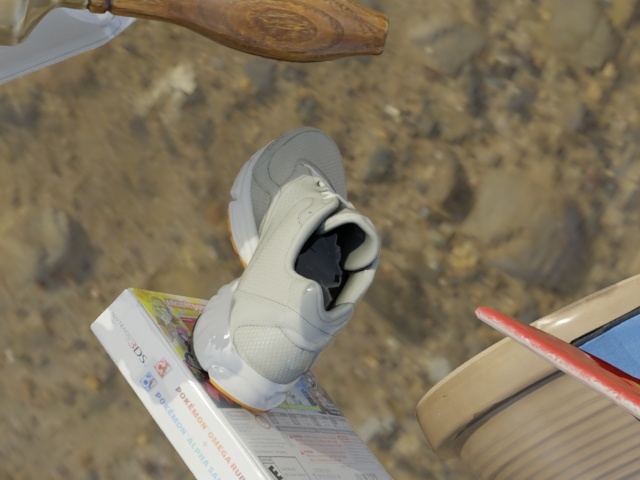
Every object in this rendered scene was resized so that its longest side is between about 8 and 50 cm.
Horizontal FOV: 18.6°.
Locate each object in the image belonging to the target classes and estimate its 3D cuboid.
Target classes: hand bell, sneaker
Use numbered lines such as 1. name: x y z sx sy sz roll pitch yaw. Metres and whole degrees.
1. hand bell: -0.089 -0.111 0.870 0.242 0.126 0.126 10 106 -7
2. sneaker: 0.000 0.000 1.334 0.099 0.262 0.121 39 125 -22

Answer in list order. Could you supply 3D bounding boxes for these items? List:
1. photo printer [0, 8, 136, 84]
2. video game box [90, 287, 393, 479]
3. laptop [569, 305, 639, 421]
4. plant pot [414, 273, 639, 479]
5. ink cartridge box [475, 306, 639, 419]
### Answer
1. photo printer: -0.179 -0.219 1.342 0.107 0.307 0.256 46 62 -21
2. video game box: -0.045 0.121 1.344 0.048 0.187 0.205 -41 158 15
3. laptop: 0.367 0.150 0.808 0.382 0.408 0.236 40 98 -23
4. plant pot: 0.185 0.104 1.183 0.237 0.237 0.110 -17 74 -21
5. ink cartridge box: 0.223 0.094 0.539 0.261 0.296 0.066 30 92 -42
